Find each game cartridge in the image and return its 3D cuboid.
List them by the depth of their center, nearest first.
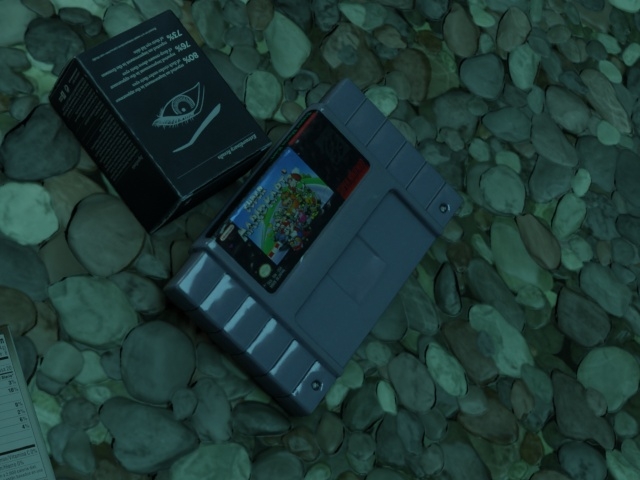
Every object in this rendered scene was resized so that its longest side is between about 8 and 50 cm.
[{"bbox_3d":[0.000,0.000,1.497,0.230,0.068,0.355,47,62,-19],"label":"game cartridge"}]

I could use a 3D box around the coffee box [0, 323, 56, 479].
[{"bbox_3d":[-0.325,0.248,1.186,0.119,0.168,0.297,-12,73,-33],"label":"coffee box"}]

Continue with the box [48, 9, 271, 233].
[{"bbox_3d":[-0.186,-0.138,1.476,0.153,0.108,0.207,-34,87,-36],"label":"box"}]
